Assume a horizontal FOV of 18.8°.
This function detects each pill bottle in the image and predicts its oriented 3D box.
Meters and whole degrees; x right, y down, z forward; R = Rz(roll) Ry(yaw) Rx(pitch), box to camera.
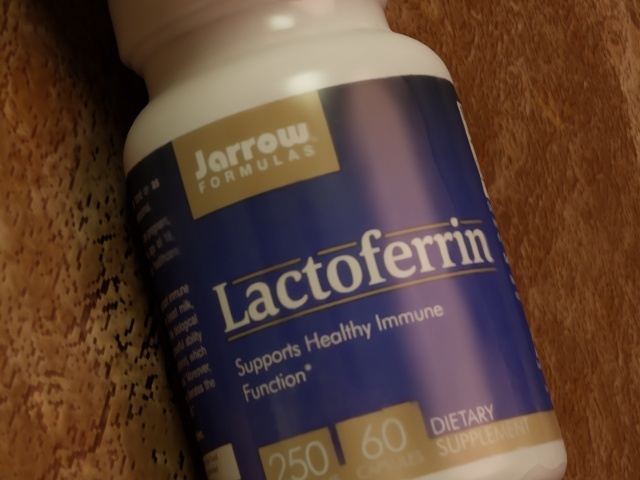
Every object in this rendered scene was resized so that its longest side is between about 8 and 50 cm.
[{"bbox_3d":[0.000,0.000,0.846,0.153,0.153,0.265,-2,72,-59],"label":"pill bottle"}]
